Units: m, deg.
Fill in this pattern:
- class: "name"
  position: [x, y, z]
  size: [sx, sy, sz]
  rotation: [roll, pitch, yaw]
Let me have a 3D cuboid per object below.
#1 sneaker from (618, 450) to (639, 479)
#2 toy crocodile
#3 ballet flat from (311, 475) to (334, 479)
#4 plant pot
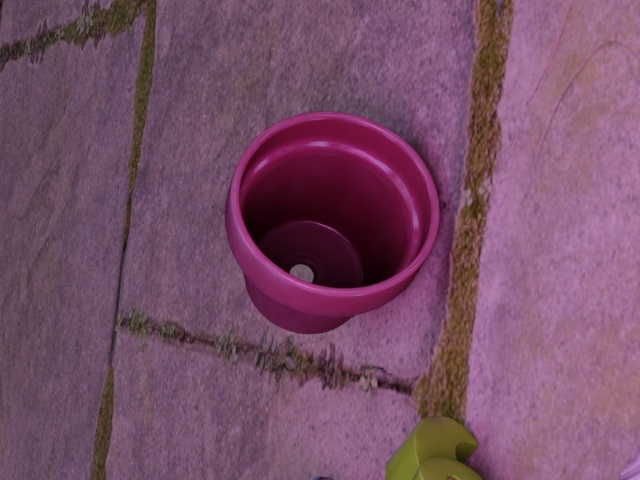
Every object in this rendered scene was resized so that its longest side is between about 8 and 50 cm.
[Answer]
- class: "sneaker"
  position: [0.202, 0.218, 0.944]
  size: [0.281, 0.105, 0.115]
  rotation: [-43, 33, -9]
- class: "toy crocodile"
  position: [0.136, 0.284, 1.222]
  size: [0.340, 0.105, 0.115]
  rotation: [58, 134, 46]
- class: "ballet flat"
  position: [-0.010, 0.340, 1.547]
  size: [0.068, 0.072, 0.213]
  rotation: [37, 121, 30]
- class: "plant pot"
  position: [0.000, 0.000, 1.473]
  size: [0.180, 0.201, 0.201]
  rotation: [112, 154, -62]
